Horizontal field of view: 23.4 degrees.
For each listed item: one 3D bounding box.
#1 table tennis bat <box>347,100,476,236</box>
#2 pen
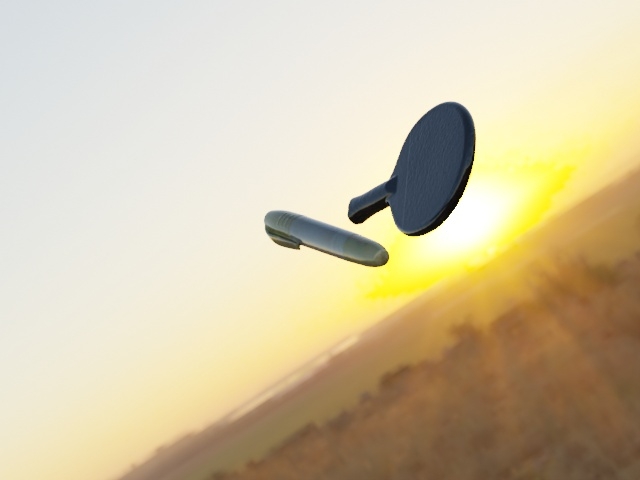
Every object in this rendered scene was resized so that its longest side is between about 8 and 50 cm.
[{"bbox_3d":[0.098,-0.066,1.690,0.027,0.150,0.236,18,-25,-25],"label":"table tennis bat"},{"bbox_3d":[0.000,0.000,1.563,0.040,0.032,0.233,-49,28,-11],"label":"pen"}]
